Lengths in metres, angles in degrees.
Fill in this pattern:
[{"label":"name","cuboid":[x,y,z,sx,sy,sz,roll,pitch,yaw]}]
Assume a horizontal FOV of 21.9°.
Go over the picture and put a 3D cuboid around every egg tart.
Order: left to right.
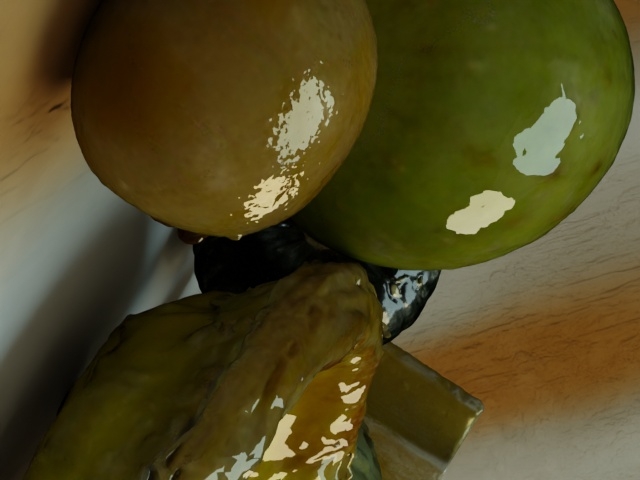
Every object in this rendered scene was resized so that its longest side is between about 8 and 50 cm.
[{"label":"egg tart","cuboid":[-0.095,0.172,1.078,0.387,0.169,0.388,-61,169,-20]}]

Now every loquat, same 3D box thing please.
[{"label":"loquat","cuboid":[-0.044,-0.074,0.772,0.163,0.137,0.163,-158,-90,-81]}]

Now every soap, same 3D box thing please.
[{"label":"soap","cuboid":[0.013,0.195,1.839,0.143,0.281,0.259,-55,172,-34]}]

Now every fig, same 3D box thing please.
[{"label":"fig","cuboid":[0.093,-0.102,1.124,0.326,0.258,0.258,4,116,-60]}]

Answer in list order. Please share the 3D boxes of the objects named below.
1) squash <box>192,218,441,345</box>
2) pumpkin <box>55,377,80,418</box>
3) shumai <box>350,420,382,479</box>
[{"label":"squash","cuboid":[-0.001,0.001,1.262,0.193,0.193,0.156,-61,156,-8]},{"label":"pumpkin","cuboid":[-0.166,0.115,1.142,0.050,0.028,0.083,-66,174,27]},{"label":"shumai","cuboid":[-0.022,0.215,1.378,0.292,0.329,0.288,1,150,-36]}]
